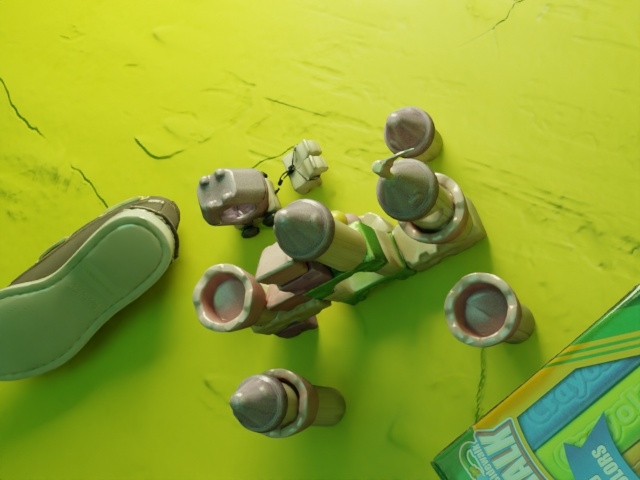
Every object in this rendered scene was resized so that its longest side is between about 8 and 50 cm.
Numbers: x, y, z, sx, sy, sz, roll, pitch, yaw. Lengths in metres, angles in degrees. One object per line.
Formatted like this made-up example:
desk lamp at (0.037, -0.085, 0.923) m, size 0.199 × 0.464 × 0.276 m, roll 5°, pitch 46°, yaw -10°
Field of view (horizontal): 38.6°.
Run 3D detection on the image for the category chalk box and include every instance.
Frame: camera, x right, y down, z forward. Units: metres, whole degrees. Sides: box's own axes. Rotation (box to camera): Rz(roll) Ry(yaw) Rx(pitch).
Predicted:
chalk box at (0.225, 0.204, 0.754) m, size 0.289 × 0.180 × 0.179 m, roll -44°, pitch 64°, yaw 13°

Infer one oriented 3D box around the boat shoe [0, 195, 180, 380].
boat shoe at (-0.296, 0.057, 1.089) m, size 0.324 × 0.097 × 0.116 m, roll -35°, pitch 107°, yaw 19°

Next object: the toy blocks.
toy blocks at (0.000, 0.000, 0.861) m, size 0.288 × 0.260 × 0.309 m, roll -28°, pitch 68°, yaw 19°
